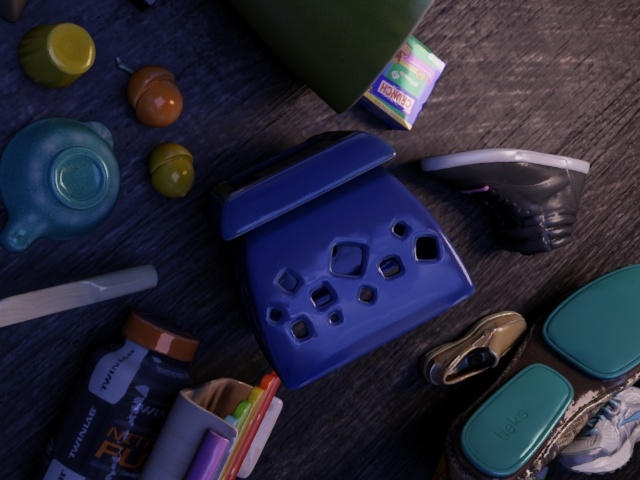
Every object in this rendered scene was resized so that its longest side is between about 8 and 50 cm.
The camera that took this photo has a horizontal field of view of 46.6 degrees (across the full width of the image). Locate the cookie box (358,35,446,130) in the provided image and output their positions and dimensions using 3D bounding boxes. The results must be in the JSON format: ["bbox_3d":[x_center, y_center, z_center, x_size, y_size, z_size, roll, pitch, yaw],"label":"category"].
[{"bbox_3d":[0.103,-0.215,0.992,0.092,0.040,0.107,32,84,-27],"label":"cookie box"}]

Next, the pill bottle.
[{"bbox_3d":[-0.227,0.206,0.844,0.130,0.130,0.245,26,86,-27],"label":"pill bottle"}]

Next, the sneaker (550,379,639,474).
[{"bbox_3d":[0.470,0.292,1.226,0.283,0.110,0.122,-18,90,-32],"label":"sneaker"}]

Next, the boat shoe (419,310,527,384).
[{"bbox_3d":[0.242,0.167,1.100,0.190,0.072,0.068,-28,109,-20],"label":"boat shoe"}]

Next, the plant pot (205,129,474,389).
[{"bbox_3d":[0.000,0.000,0.857,0.236,0.236,0.212,-27,102,-8],"label":"plant pot"}]

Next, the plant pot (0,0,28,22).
[{"bbox_3d":[-0.326,-0.298,0.739,0.109,0.096,0.109,31,83,-26],"label":"plant pot"}]

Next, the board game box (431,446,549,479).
[{"bbox_3d":[0.266,0.367,1.159,0.181,0.043,0.092,23,88,-27],"label":"board game box"}]

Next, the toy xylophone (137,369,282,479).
[{"bbox_3d":[-0.133,0.256,0.840,0.081,0.323,0.236,25,94,8],"label":"toy xylophone"}]

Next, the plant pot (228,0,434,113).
[{"bbox_3d":[-0.021,-0.334,0.813,0.294,0.275,0.274,33,83,-10],"label":"plant pot"}]

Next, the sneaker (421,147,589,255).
[{"bbox_3d":[0.269,-0.052,1.060,0.296,0.105,0.146,2,92,-31],"label":"sneaker"}]

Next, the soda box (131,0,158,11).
[{"bbox_3d":[-0.230,-0.333,0.804,0.060,0.053,0.169,-48,114,-11],"label":"soda box"}]

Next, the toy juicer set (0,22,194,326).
[{"bbox_3d":[-0.248,-0.059,0.826,0.209,0.090,0.328,12,84,-40],"label":"toy juicer set"}]

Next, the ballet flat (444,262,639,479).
[{"bbox_3d":[0.355,0.216,1.110,0.483,0.164,0.182,-37,150,-23],"label":"ballet flat"}]
